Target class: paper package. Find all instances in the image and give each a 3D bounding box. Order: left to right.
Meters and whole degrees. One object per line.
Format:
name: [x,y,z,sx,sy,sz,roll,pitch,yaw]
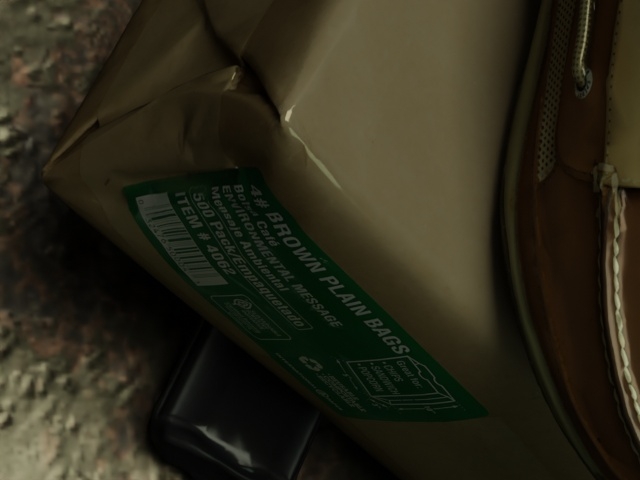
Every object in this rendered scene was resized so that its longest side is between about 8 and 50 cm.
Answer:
paper package: [0.091,-0.051,0.782,0.325,0.168,0.309,44,57,-29]

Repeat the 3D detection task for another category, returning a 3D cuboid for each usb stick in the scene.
usb stick: [0.000,0.000,0.841,0.077,0.045,0.278,31,62,-11]

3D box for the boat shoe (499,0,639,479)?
boat shoe: [0.136,-0.066,0.612,0.122,0.120,0.324,2,77,-11]
